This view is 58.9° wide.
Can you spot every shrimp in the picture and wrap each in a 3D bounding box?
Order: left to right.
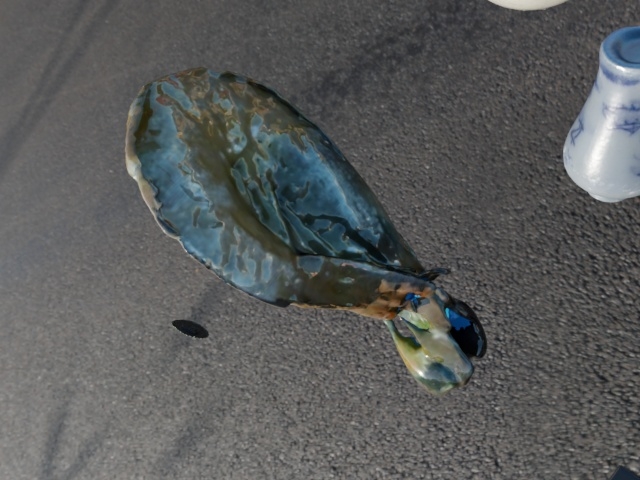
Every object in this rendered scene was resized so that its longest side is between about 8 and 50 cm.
[{"bbox_3d":[0.000,0.000,0.570,0.110,0.446,0.221,-38,16,45],"label":"shrimp"}]

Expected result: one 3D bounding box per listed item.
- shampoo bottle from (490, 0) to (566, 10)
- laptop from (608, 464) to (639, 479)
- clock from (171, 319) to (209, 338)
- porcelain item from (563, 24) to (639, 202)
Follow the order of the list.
[{"bbox_3d":[0.092,-0.183,0.217,0.074,0.192,0.073,-5,63,10],"label":"shampoo bottle"},{"bbox_3d":[0.483,0.478,0.899,0.135,0.016,0.197,37,94,30],"label":"laptop"},{"bbox_3d":[-0.271,0.185,1.186,0.083,0.074,0.010,27,101,36],"label":"clock"},{"bbox_3d":[0.404,-0.152,0.757,0.142,0.259,0.141,-9,53,13],"label":"porcelain item"}]
